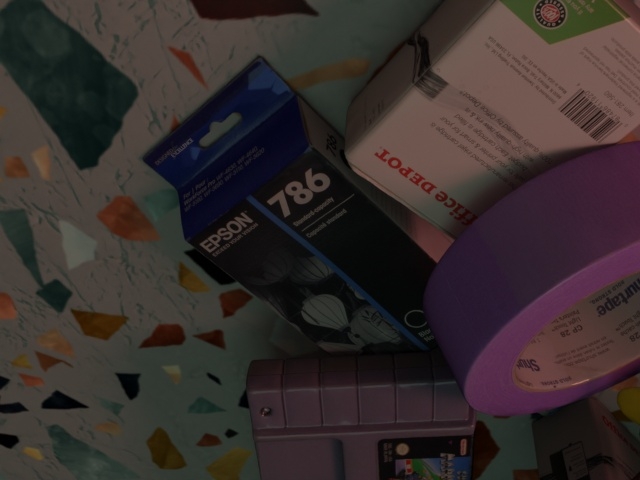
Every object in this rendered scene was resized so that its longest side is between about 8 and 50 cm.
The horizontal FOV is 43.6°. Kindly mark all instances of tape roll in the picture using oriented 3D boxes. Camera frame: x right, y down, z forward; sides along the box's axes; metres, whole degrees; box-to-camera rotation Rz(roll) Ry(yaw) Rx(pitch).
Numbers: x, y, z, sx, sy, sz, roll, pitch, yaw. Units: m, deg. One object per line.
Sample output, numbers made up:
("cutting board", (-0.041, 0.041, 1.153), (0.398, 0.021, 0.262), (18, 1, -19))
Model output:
("tape roll", (0.231, 0.043, 0.690), (0.274, 0.090, 0.275), (-15, 145, -11))

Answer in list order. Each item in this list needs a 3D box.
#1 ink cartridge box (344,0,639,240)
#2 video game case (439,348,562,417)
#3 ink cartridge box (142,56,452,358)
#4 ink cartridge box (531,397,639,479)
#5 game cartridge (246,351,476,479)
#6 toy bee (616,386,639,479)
("ink cartridge box", (0.145, -0.116, 0.636), (0.160, 0.093, 0.219), (33, 123, -21))
("video game case", (0.231, 0.125, 0.872), (0.166, 0.015, 0.119), (32, 123, -20))
("ink cartridge box", (0.000, 0.000, 0.758), (0.165, 0.065, 0.332), (-35, 118, 28))
("ink cartridge box", (0.320, 0.305, 0.887), (0.087, 0.208, 0.153), (-32, 119, 29))
("game cartridge", (0.051, 0.272, 0.879), (0.230, 0.068, 0.355), (-1, 124, 6))
("toy bee", (0.361, 0.172, 0.714), (0.195, 0.298, 0.162), (21, 167, -1))
